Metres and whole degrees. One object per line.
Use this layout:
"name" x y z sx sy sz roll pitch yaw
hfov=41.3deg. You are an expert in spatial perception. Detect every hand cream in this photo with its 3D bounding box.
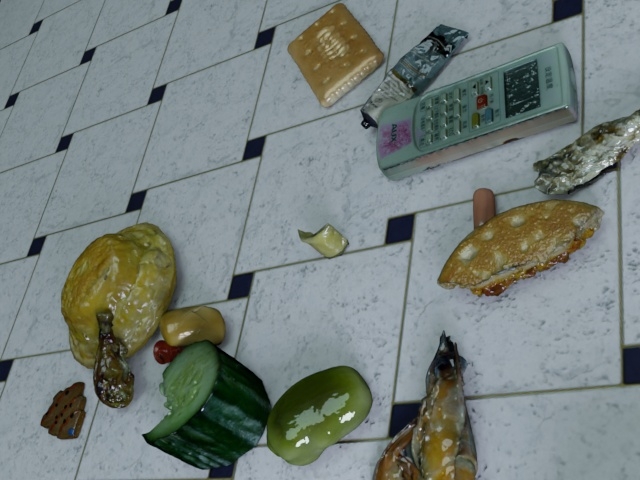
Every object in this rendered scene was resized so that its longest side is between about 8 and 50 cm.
"hand cream" 0.163 -0.294 1.541 0.248 0.052 0.075 -46 64 -5

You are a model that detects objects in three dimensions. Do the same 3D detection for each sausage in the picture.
"sausage" 0.248 -0.043 1.285 0.034 0.034 0.083 -17 48 30

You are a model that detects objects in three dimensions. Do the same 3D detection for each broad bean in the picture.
"broad bean" -0.005 0.257 1.252 0.174 0.082 0.124 -37 42 -2

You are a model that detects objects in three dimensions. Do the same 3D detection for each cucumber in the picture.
"cucumber" -0.181 0.256 1.362 0.191 0.130 0.191 -24 43 25

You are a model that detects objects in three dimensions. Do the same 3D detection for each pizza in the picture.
"pizza" 0.278 0.011 1.201 0.246 0.058 0.127 -35 42 12

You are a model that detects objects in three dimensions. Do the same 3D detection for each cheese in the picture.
"cheese" -0.001 0.001 1.448 0.084 0.060 0.041 4 64 49

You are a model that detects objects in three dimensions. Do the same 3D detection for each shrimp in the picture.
"shrimp" 0.136 0.275 1.129 0.164 0.062 0.317 -17 51 38

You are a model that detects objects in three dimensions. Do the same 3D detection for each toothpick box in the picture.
"toothpick box" -0.259 0.197 1.526 0.083 0.047 0.047 -14 52 34

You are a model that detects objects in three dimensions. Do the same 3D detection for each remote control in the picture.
"remote control" 0.247 -0.206 1.394 0.344 0.050 0.145 -17 51 30

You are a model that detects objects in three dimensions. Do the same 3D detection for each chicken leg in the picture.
"chicken leg" -0.380 0.218 1.555 0.093 0.070 0.178 -19 75 33

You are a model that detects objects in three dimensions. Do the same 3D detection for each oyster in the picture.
"oyster" 0.389 -0.136 1.214 0.200 0.061 0.106 -39 42 11

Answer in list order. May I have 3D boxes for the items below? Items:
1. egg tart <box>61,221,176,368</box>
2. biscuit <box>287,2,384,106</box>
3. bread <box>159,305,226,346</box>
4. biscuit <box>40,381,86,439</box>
"egg tart" -0.421 0.092 1.681 0.319 0.128 0.319 -23 48 29
"biscuit" 0.024 -0.382 1.724 0.160 0.030 0.249 -38 43 12
"bread" -0.221 0.145 1.484 0.082 0.115 0.056 -109 26 -55
"biscuit" -0.490 0.335 1.639 0.119 0.019 0.130 -49 42 0
